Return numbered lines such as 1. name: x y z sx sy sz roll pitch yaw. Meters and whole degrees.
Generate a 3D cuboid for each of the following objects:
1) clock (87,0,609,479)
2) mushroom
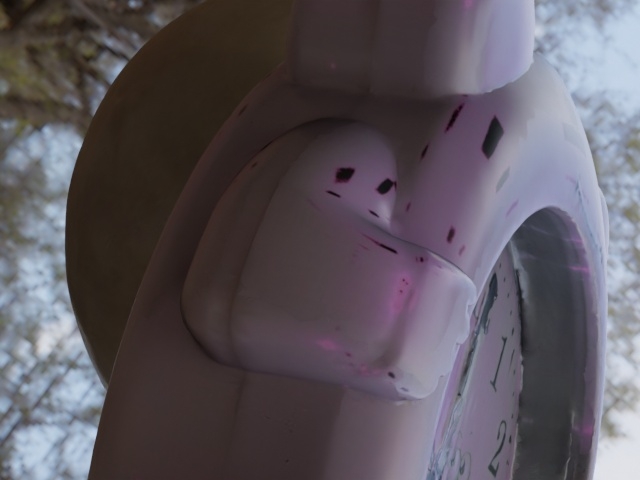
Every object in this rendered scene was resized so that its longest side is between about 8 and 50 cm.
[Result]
1. clock: 0.027 0.075 0.543 0.113 0.295 0.322 7 -114 24
2. mushroom: 0.000 0.000 1.064 0.362 0.295 0.362 2 -86 37
